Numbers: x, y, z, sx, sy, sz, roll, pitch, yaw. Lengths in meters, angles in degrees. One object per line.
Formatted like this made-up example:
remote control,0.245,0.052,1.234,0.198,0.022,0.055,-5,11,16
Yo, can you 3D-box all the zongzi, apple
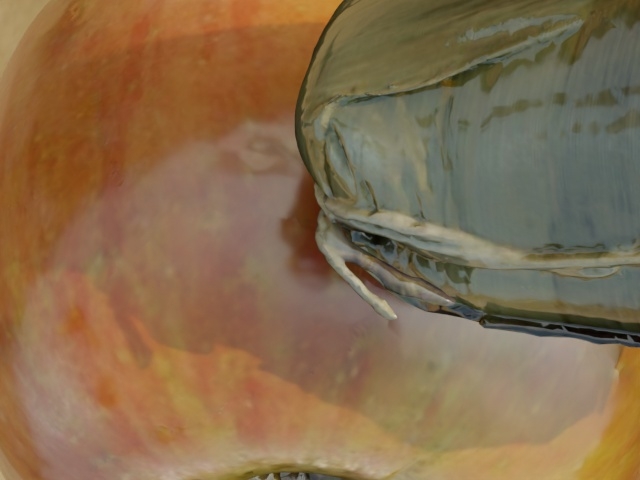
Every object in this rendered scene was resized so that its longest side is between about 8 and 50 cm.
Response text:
zongzi,0.078,-0.053,0.396,0.194,0.099,0.197,4,146,19
apple,0.000,0.000,0.632,0.242,0.241,0.242,1,137,1
